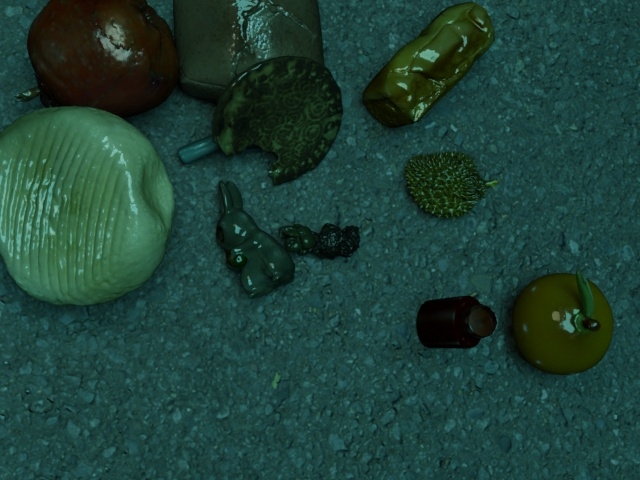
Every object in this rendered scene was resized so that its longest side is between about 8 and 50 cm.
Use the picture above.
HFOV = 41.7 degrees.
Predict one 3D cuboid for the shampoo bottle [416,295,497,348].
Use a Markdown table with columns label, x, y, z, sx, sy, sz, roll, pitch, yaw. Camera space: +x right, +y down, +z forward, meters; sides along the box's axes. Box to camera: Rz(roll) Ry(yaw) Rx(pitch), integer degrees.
| label | x | y | z | sx | sy | sz | roll | pitch | yaw |
| --- | --- | --- | --- | --- | --- | --- | --- | --- | --- |
| shampoo bottle | 0.262 | 0.160 | 1.633 | 0.064 | 0.260 | 0.102 | 5 | 83 | -14 |

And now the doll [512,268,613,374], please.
| label | x | y | z | sx | sy | sz | roll | pitch | yaw |
| --- | --- | --- | --- | --- | --- | --- | --- | --- | --- |
| doll | 0.500 | 0.167 | 1.700 | 0.214 | 0.236 | 0.213 | 1 | 82 | -7 |

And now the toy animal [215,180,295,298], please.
| label | x | y | z | sx | sy | sz | roll | pitch | yaw |
| --- | --- | --- | --- | --- | --- | --- | --- | --- | --- |
| toy animal | -0.146 | 0.003 | 1.653 | 0.108 | 0.138 | 0.236 | -45 | 67 | 25 |

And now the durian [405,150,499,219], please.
| label | x | y | z | sx | sy | sz | roll | pitch | yaw |
| --- | --- | --- | --- | --- | --- | --- | --- | --- | --- |
| durian | 0.285 | -0.118 | 1.760 | 0.208 | 0.102 | 0.146 | 2 | 77 | -17 |

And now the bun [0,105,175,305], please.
| label | x | y | z | sx | sy | sz | roll | pitch | yaw |
| --- | --- | --- | --- | --- | --- | --- | --- | --- | --- |
| bun | -0.429 | -0.064 | 1.510 | 0.353 | 0.227 | 0.348 | 15 | 95 | 4 |

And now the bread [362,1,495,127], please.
| label | x | y | z | sx | sy | sz | roll | pitch | yaw |
| --- | --- | --- | --- | --- | --- | --- | --- | --- | --- |
| bread | 0.227 | -0.364 | 1.740 | 0.132 | 0.167 | 0.294 | 45 | 76 | -4 |

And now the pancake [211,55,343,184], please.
| label | x | y | z | sx | sy | sz | roll | pitch | yaw |
| --- | --- | --- | --- | --- | --- | --- | --- | --- | --- |
| pancake | -0.079 | -0.228 | 1.627 | 0.288 | 0.286 | 0.033 | -16 | 45 | -27 |

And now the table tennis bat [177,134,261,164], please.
| label | x | y | z | sx | sy | sz | roll | pitch | yaw |
| --- | --- | --- | --- | --- | --- | --- | --- | --- | --- |
| table tennis bat | -0.171 | -0.211 | 1.655 | 0.237 | 0.149 | 0.038 | -23 | 58 | 3 |

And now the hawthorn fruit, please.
| label | x | y | z | sx | sy | sz | roll | pitch | yaw |
| --- | --- | --- | --- | --- | --- | --- | --- | --- | --- |
| hawthorn fruit | -0.424 | -0.331 | 1.546 | 0.307 | 0.276 | 0.276 | -27 | 90 | 4 |

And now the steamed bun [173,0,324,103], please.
| label | x | y | z | sx | sy | sz | roll | pitch | yaw |
| --- | --- | --- | --- | --- | --- | --- | --- | --- | --- |
| steamed bun | -0.131 | -0.393 | 1.642 | 0.301 | 0.199 | 0.251 | -3 | 84 | -15 |

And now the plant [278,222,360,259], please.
| label | x | y | z | sx | sy | sz | roll | pitch | yaw |
| --- | --- | --- | --- | --- | --- | --- | --- | --- | --- |
| plant | 0.000 | 0.000 | 1.690 | 0.174 | 0.087 | 0.085 | 2 | 53 | -18 |
